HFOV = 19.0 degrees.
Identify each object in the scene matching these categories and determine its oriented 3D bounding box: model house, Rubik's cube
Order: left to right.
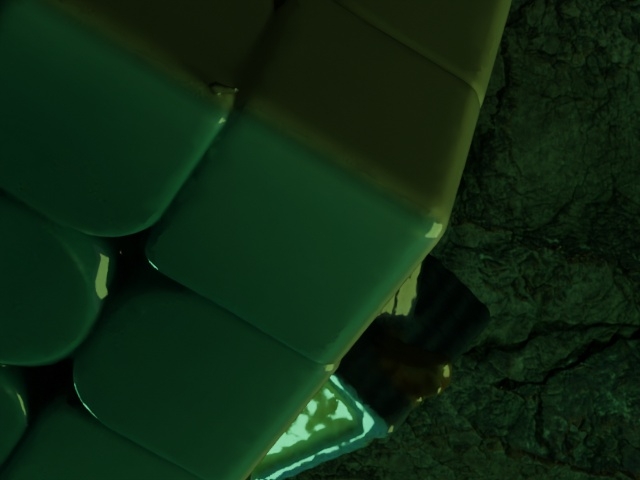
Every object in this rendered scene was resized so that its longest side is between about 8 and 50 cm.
[{"bbox_3d":[-0.107,-0.072,0.888,0.290,0.291,0.291,-52,-167,39],"label":"Rubik's cube"},{"bbox_3d":[0.000,0.000,1.864,0.334,0.342,0.382,-38,137,-59],"label":"model house"}]
